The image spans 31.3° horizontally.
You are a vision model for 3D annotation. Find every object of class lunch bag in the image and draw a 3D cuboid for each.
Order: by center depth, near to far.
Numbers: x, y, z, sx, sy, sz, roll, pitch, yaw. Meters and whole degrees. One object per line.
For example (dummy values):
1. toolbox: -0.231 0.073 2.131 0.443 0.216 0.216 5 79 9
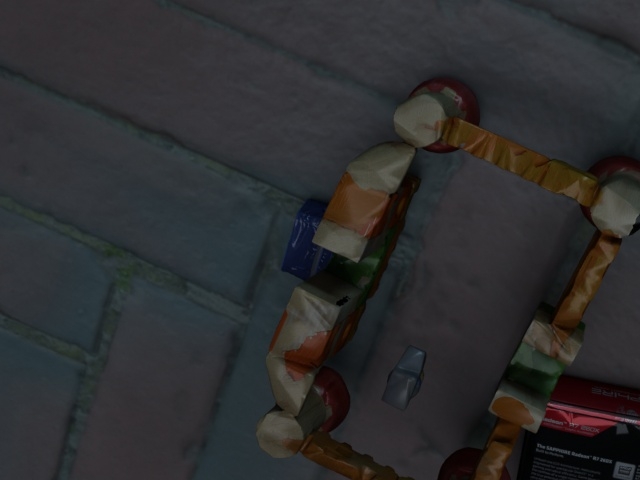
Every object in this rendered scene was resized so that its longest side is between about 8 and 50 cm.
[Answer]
1. lunch bag: 0.000 0.000 1.357 0.065 0.067 0.098 20 114 6

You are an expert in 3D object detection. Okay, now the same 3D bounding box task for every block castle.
1. block castle: 0.141 0.075 1.249 0.303 0.213 0.453 26 104 10

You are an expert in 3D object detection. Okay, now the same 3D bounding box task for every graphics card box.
1. graphics card box: 0.346 0.354 1.395 0.233 0.094 0.371 10 113 11
